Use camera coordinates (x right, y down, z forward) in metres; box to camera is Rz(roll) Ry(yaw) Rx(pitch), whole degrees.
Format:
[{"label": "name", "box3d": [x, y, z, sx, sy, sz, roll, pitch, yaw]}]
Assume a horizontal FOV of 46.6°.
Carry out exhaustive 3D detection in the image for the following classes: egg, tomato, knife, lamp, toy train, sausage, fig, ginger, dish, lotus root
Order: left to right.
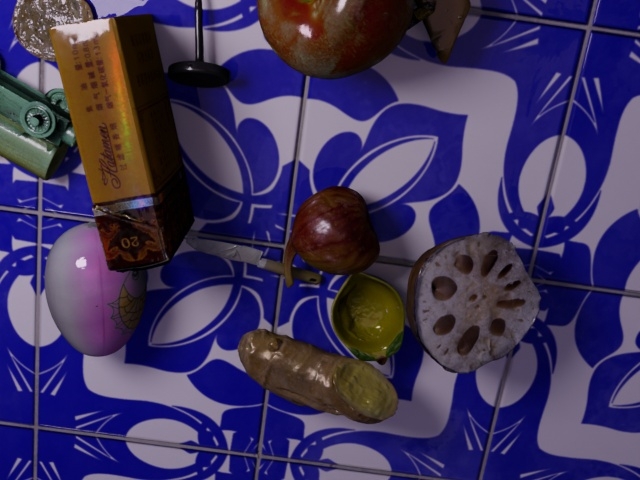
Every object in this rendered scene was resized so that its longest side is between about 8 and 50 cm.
[{"label": "toy train", "box3d": [-0.594, -0.235, 1.371, 0.307, 0.126, 0.189, 30, 107, -9]}, {"label": "egg", "box3d": [-0.435, 0.095, 1.445, 0.196, 0.196, 0.271, 10, 124, -2]}, {"label": "lamp", "box3d": [-0.226, -0.451, 1.301, 0.130, 0.108, 0.371, 1, 108, 2]}, {"label": "knife", "box3d": [-0.129, 0.035, 1.464, 0.298, 0.017, 0.047, 16, 134, -19]}, {"label": "ginger", "box3d": [-0.011, 0.278, 1.499, 0.354, 0.126, 0.190, 16, 141, 24]}, {"label": "fig", "box3d": [0.001, -0.007, 1.419, 0.207, 0.175, 0.175, -14, 108, 16]}, {"label": "tomato", "box3d": [0.036, -0.405, 1.242, 0.270, 0.222, 0.270, 5, 98, 36]}, {"label": "dish", "box3d": [0.096, 0.146, 1.505, 0.149, 0.080, 0.208, -14, 106, 4]}, {"label": "sausage", "box3d": [0.130, -0.372, 1.313, 0.198, 0.028, 0.025, -22, 76, 46]}, {"label": "lotus root", "box3d": [0.275, 0.107, 1.436, 0.272, 0.192, 0.272, -1, 97, -5]}]

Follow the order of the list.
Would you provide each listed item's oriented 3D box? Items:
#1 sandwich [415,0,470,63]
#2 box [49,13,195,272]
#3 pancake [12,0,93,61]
[{"label": "sandwich", "box3d": [0.205, -0.441, 1.305, 0.088, 0.090, 0.244, -22, 104, 12]}, {"label": "box", "box3d": [-0.334, -0.179, 1.312, 0.115, 0.264, 0.415, -8, 108, 2]}, {"label": "pancake", "box3d": [-0.491, -0.399, 1.368, 0.151, 0.025, 0.152, 0, 107, 1]}]
